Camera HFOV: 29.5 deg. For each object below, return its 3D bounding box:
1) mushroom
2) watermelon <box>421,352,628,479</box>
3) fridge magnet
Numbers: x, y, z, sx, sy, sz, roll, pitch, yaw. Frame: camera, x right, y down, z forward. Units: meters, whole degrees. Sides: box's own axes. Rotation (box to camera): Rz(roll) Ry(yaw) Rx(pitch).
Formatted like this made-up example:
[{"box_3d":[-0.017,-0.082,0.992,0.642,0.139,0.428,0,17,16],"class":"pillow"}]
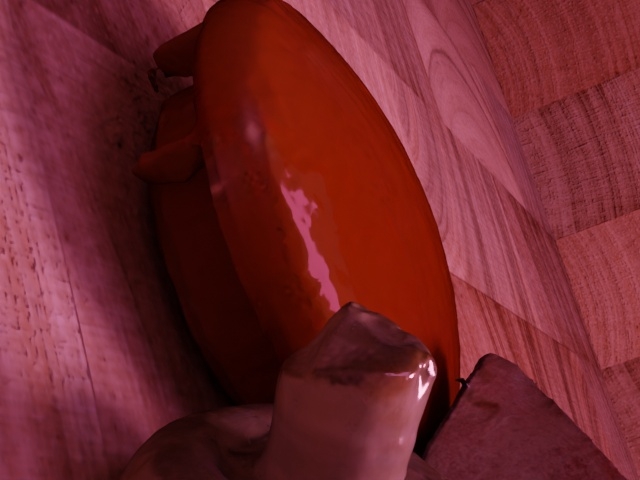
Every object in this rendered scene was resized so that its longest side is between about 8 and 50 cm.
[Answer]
[{"box_3d":[0.001,0.130,0.595,0.204,0.204,0.204,57,20,-34],"class":"mushroom"},{"box_3d":[0.151,0.242,0.732,0.283,0.250,0.292,65,49,-74],"class":"watermelon"},{"box_3d":[0.000,0.000,0.861,0.363,0.155,0.363,58,19,-33],"class":"fridge magnet"}]
